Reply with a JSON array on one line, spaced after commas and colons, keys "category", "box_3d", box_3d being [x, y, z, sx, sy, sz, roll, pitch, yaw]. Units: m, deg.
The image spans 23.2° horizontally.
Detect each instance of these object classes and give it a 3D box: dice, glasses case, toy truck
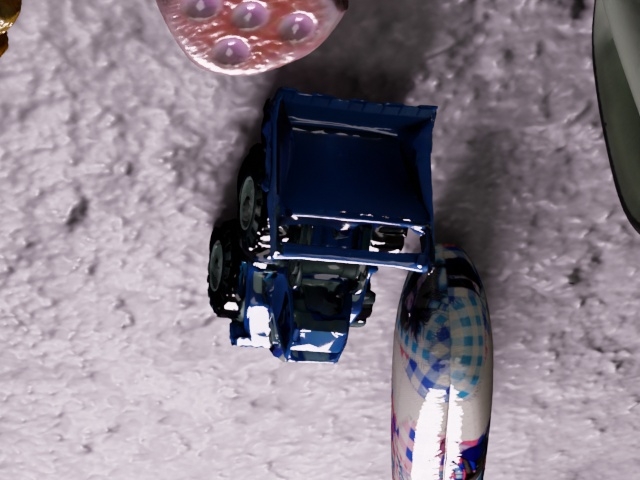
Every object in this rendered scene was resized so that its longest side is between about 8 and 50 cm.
[{"category": "dice", "box_3d": [-0.042, -0.154, 0.862, 0.094, 0.093, 0.091, -17, 140, 12]}, {"category": "glasses case", "box_3d": [0.092, 0.133, 1.210, 0.076, 0.125, 0.327, 1, 141, 2]}, {"category": "toy truck", "box_3d": [0.000, 0.000, 1.031, 0.113, 0.126, 0.208, 5, 138, -16]}]

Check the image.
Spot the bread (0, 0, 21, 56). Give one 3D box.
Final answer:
[{"category": "bread", "box_3d": [-0.204, -0.136, 0.869, 0.046, 0.083, 0.081, -43, 173, 21]}]

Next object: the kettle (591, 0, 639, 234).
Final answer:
[{"category": "kettle", "box_3d": [0.224, -0.104, 0.844, 0.165, 0.255, 0.240, 8, 136, -23]}]
